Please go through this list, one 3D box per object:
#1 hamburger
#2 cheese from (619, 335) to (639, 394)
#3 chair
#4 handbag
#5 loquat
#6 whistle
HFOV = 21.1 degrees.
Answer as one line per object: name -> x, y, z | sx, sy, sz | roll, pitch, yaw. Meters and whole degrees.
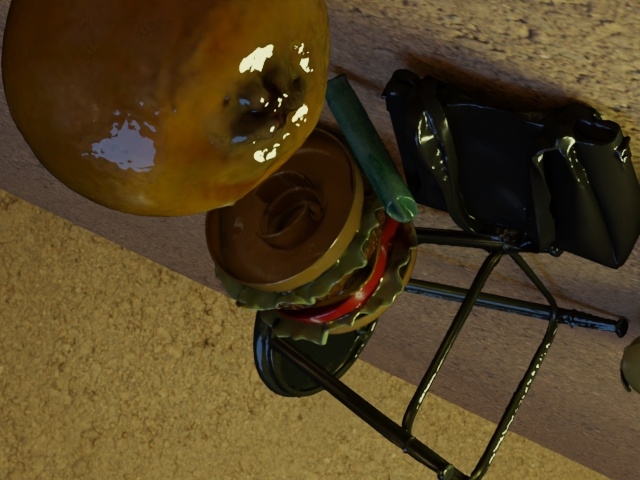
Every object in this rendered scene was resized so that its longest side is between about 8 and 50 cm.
hamburger -> 0.000, 0.000, 2.270 | 0.274, 0.274, 0.212 | 13, 161, 40
cheese -> 0.558, 0.198, 2.428 | 0.259, 0.128, 0.316 | 36, 158, -22
chair -> 0.149, 0.150, 2.483 | 0.410, 0.362, 0.364 | 22, 169, 32
handbag -> 0.211, -0.086, 1.893 | 0.285, 0.113, 0.257 | 19, 160, 23
loquat -> -0.145, -0.177, 1.651 | 0.328, 0.328, 0.328 | 22, 168, 5
whistle -> 0.058, -0.105, 1.991 | 0.186, 0.039, 0.039 | 61, 170, 7
